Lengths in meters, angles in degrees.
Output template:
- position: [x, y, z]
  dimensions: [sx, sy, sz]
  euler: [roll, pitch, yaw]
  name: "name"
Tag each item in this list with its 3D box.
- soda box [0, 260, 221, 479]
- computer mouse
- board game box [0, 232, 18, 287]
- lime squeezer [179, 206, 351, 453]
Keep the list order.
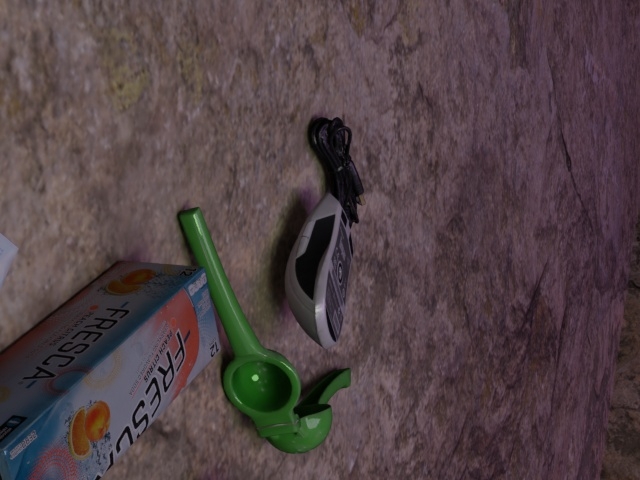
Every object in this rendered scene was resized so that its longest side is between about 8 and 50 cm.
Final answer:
- position: [-0.124, 0.076, 0.533]
  dimensions: [0.183, 0.062, 0.058]
  euler: [-47, 135, -54]
  name: "soda box"
- position: [0.000, 0.000, 0.804]
  dimensions: [0.106, 0.042, 0.193]
  euler: [76, 19, -44]
  name: "computer mouse"
- position: [-0.183, 0.020, 0.449]
  dimensions: [0.090, 0.020, 0.090]
  euler: [56, 45, -53]
  name: "board game box"
- position: [-0.026, 0.094, 0.757]
  dimensions: [0.310, 0.058, 0.110]
  euler: [52, 48, -54]
  name: "lime squeezer"
